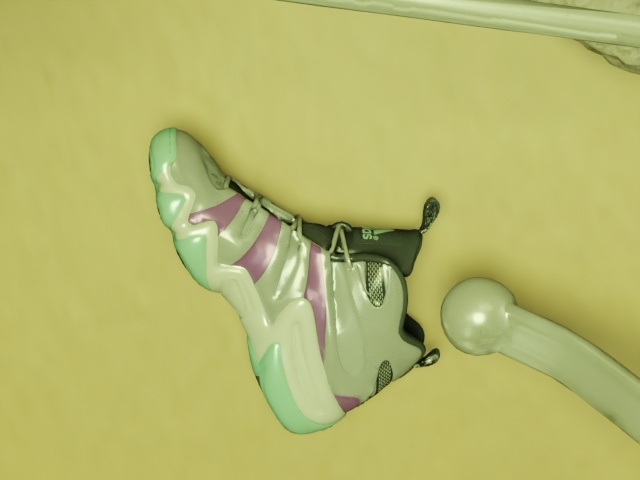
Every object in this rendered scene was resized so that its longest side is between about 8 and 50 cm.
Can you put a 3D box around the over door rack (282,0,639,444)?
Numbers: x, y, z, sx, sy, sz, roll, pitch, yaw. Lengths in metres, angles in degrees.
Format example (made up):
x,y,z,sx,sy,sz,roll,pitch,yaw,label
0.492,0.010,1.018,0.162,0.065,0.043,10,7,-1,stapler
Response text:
x,y,z,sx,sy,sz,roll,pitch,yaw,label
0.012,0.038,0.375,0.324,0.108,0.239,1,115,-17,over door rack

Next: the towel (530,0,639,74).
x,y,z,sx,sy,sz,roll,pitch,yaw,label
0.087,-0.200,0.383,0.187,0.049,0.282,32,103,-2,towel

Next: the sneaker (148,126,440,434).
x,y,z,sx,sy,sz,roll,pitch,yaw,label
0.000,0.000,0.440,0.069,0.038,0.098,-28,108,8,sneaker
